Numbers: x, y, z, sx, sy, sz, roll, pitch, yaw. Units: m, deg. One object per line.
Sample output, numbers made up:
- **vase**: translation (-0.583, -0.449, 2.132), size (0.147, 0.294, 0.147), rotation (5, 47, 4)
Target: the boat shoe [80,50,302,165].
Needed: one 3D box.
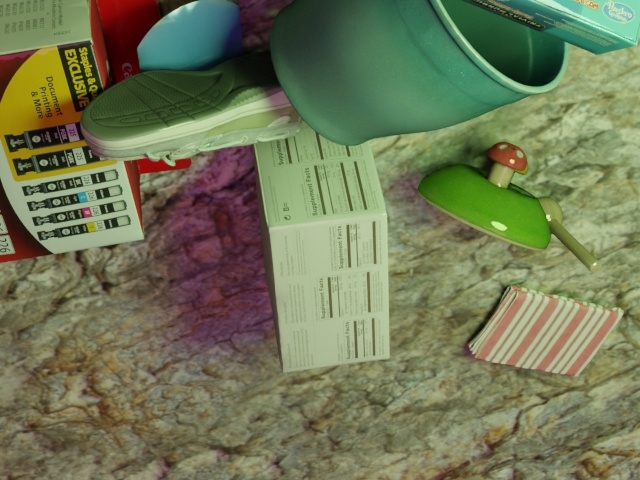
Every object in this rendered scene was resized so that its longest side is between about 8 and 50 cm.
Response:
- **boat shoe**: translation (-0.134, -0.137, 1.731), size (0.320, 0.118, 0.103), rotation (-22, 134, -42)

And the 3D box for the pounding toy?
- **pounding toy**: translation (0.250, -0.066, 1.931), size (0.236, 0.183, 0.110), rotation (19, 102, -25)

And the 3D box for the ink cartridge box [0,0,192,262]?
- **ink cartridge box**: translation (-0.303, -0.141, 1.776), size (0.271, 0.130, 0.309), rotation (-10, 134, 0)

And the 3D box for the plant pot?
- **plant pot**: translation (0.093, -0.233, 1.670), size (0.255, 0.272, 0.271), rotation (-28, 133, 36)

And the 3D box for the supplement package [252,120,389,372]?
- **supplement package**: translation (0.000, 0.000, 1.905), size (0.145, 0.204, 0.262), rotation (-7, 135, -4)

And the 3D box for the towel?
- **towel**: translation (0.331, 0.132, 2.209), size (0.197, 0.029, 0.144), rotation (12, 131, -22)

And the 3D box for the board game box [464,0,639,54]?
- **board game box**: translation (0.231, -0.387, 1.500), size (0.253, 0.336, 0.079), rotation (18, 172, -22)

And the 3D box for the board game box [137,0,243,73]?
- **board game box**: translation (-0.157, -0.217, 1.771), size (0.133, 0.033, 0.169), rotation (-24, 139, -19)
